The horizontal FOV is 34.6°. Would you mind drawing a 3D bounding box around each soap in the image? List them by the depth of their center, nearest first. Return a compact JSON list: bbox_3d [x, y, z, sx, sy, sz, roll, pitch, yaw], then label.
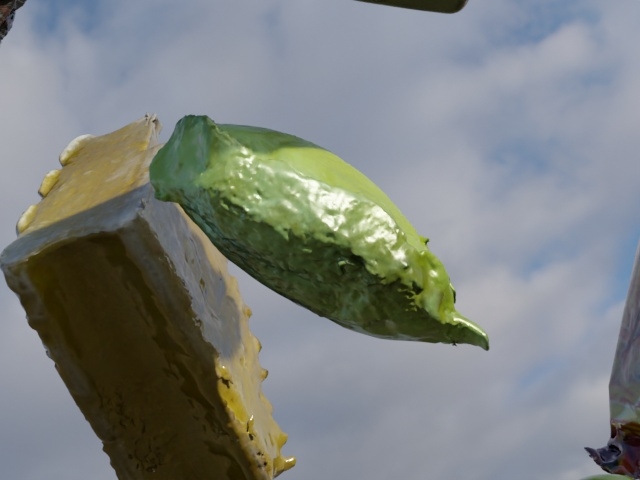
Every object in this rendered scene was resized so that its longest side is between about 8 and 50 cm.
[{"bbox_3d":[-0.146,0.080,0.991,0.169,0.304,0.338,-19,-66,9],"label":"soap"}]

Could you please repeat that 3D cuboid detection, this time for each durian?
[{"bbox_3d":[0.000,0.000,0.704,0.250,0.139,0.101,35,-79,-14],"label":"durian"}]

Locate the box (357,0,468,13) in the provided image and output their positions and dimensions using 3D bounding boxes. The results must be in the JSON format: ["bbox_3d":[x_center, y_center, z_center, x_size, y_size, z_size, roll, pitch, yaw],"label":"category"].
[{"bbox_3d":[0.080,-0.252,0.633,0.103,0.055,0.243,5,-40,-13],"label":"box"}]

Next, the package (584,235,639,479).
[{"bbox_3d":[0.296,0.047,0.766,0.108,0.288,0.223,13,-8,-2],"label":"package"}]

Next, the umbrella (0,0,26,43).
[{"bbox_3d":[-0.160,-0.140,0.500,0.037,0.040,0.144,-54,-17,-79],"label":"umbrella"}]

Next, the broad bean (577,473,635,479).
[{"bbox_3d":[0.025,0.185,0.232,0.144,0.049,0.292,-52,5,36],"label":"broad bean"}]
